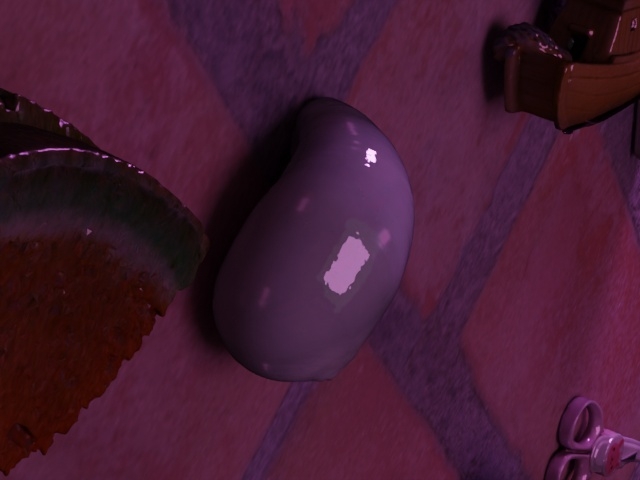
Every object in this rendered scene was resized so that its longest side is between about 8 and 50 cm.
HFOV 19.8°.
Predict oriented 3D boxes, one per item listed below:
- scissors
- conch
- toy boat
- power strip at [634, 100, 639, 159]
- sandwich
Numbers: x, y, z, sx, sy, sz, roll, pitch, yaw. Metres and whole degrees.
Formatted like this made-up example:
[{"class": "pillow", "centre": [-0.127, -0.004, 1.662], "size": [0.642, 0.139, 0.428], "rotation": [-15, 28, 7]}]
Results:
[{"class": "scissors", "centre": [0.319, 0.237, 2.069], "size": [0.242, 0.030, 0.118], "rotation": [11, 95, -57]}, {"class": "conch", "centre": [0.004, 0.004, 1.331], "size": [0.221, 0.121, 0.185], "rotation": [-64, 180, -26]}, {"class": "toy boat", "centre": [0.262, -0.190, 1.682], "size": [0.321, 0.089, 0.121], "rotation": [-26, 131, -53]}, {"class": "power strip", "centre": [0.384, -0.235, 1.858], "size": [0.043, 0.106, 0.367], "rotation": [-40, 137, -50]}, {"class": "sandwich", "centre": [-0.175, 0.018, 1.007], "size": [0.212, 0.109, 0.292], "rotation": [-63, 150, -20]}]
